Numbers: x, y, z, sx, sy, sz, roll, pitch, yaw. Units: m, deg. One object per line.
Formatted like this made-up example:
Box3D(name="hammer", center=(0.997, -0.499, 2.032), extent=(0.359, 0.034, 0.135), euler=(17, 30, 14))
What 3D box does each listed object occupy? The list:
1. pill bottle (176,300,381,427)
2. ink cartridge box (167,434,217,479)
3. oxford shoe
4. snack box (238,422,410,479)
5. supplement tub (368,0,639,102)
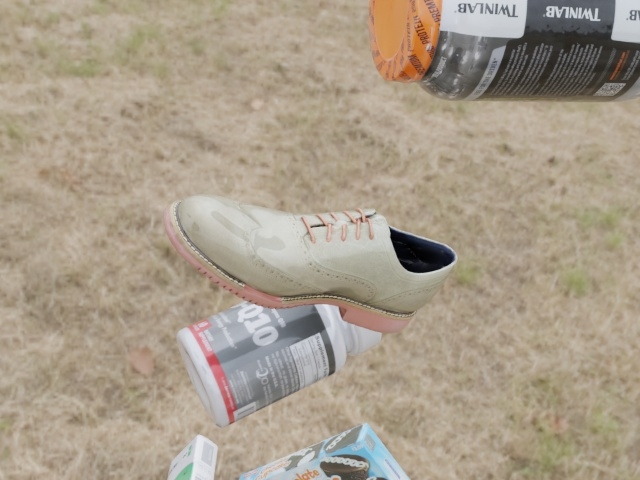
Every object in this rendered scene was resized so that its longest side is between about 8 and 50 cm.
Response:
Box3D(name="pill bottle", center=(-0.062, 0.156, 1.270), extent=(0.283, 0.161, 0.161), euler=(-24, 45, -18))
Box3D(name="ink cartridge box", center=(-0.276, 0.482, 1.477), extent=(0.056, 0.224, 0.181), euler=(39, 18, -18))
Box3D(name="oxford shoe", center=(0.000, 0.000, 1.003), extent=(0.397, 0.146, 0.140), euler=(16, 41, -40))
Box3D(name="snack box", center=(0.008, 0.485, 1.578), extent=(0.187, 0.322, 0.060), euler=(54, 29, -12))
Box3D(name="supplement tub", center=(0.242, -0.271, 0.994), extent=(0.338, 0.207, 0.207), euler=(-3, 36, -16))
